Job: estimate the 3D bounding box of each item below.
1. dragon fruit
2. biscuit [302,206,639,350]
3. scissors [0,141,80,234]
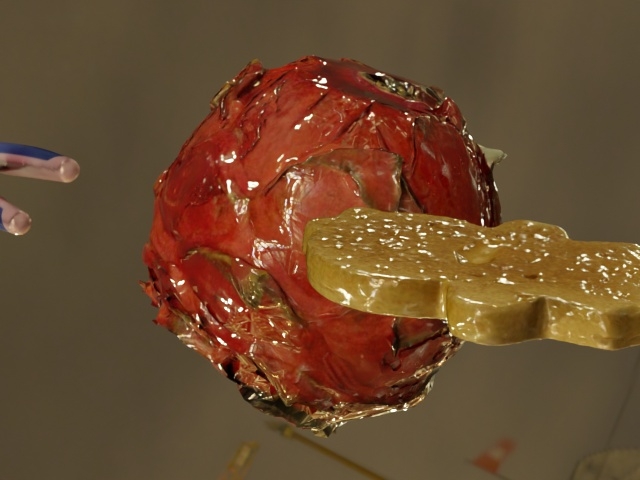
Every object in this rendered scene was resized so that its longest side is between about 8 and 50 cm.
[{"bbox_3d":[0.000,0.000,0.972,0.296,0.296,0.301,-15,-48,-53],"label":"dragon fruit"},{"bbox_3d":[0.089,0.022,0.698,0.166,0.226,0.036,-46,-40,-63],"label":"biscuit"},{"bbox_3d":[-0.139,-0.027,0.491,0.039,0.113,0.012,-51,-53,-16],"label":"scissors"}]
